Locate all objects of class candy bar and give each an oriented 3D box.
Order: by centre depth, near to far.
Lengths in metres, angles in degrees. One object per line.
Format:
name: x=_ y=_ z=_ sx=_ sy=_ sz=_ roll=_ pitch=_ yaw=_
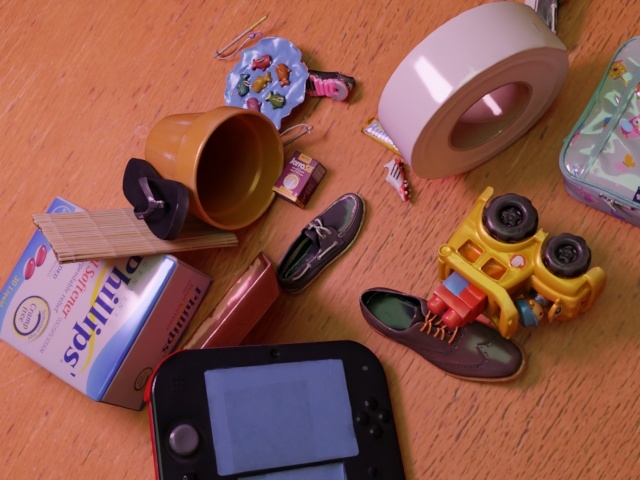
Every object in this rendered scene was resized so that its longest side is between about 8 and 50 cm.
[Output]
candy bar: x=0.136 y=-0.163 z=1.402 sx=0.161 sy=0.018 sz=0.040 roll=36 pitch=87 yaw=24

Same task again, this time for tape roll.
tape roll: x=0.233 y=-0.222 z=1.242 sx=0.286 sy=0.286 sz=0.100 roll=-34 pitch=65 yaw=6

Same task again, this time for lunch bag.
lunch bag: x=0.496 y=-0.160 z=1.230 sx=0.224 sy=0.108 sz=0.279 roll=28 pitch=84 yaw=24

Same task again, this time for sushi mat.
sushi mat: x=-0.302 y=-0.018 z=1.355 sx=0.151 sy=0.316 sz=0.019 roll=39 pitch=125 yaw=44

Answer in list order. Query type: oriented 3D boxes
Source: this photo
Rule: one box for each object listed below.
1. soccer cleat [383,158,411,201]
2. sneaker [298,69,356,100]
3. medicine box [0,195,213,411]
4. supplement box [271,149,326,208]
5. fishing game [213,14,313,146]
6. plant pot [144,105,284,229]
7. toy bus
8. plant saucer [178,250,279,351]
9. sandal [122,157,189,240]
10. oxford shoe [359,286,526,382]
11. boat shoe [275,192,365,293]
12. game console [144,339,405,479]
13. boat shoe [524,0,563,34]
soccer cleat: x=0.129 y=-0.099 z=1.379 sx=0.035 sy=0.029 sz=0.083 roll=-21 pitch=64 yaw=21
sneaker: x=0.012 y=-0.288 z=1.475 sx=0.119 sy=0.047 sz=0.057 roll=23 pitch=50 yaw=31
medicine box: x=-0.383 y=0.108 z=1.417 sx=0.289 sy=0.149 sz=0.264 roll=25 pitch=82 yaw=24
supplement box: x=-0.037 y=-0.106 z=1.427 sx=0.055 sy=0.043 sz=0.083 roll=27 pitch=83 yaw=25
fishing game: x=-0.105 y=-0.283 z=1.488 sx=0.189 sy=0.041 sz=0.264 roll=-27 pitch=69 yaw=25
plant pot: x=-0.200 y=-0.141 z=1.421 sx=0.187 sy=0.205 sz=0.205 roll=20 pitch=80 yaw=38
toy bus: x=0.268 y=0.065 z=1.190 sx=0.220 sy=0.149 sz=0.211 roll=39 pitch=73 yaw=23
plant saucer: x=-0.153 y=0.138 z=1.301 sx=0.047 sy=0.259 sz=0.258 roll=39 pitch=88 yaw=-7
sandal: x=-0.284 y=-0.068 z=1.337 sx=0.254 sy=0.054 sz=0.097 roll=30 pitch=108 yaw=52
oxford shoe: x=0.178 y=0.144 z=1.245 sx=0.271 sy=0.098 sz=0.097 roll=18 pitch=80 yaw=23
boat shoe: x=0.000 y=0.000 z=1.369 sx=0.075 sy=0.065 sz=0.206 roll=38 pitch=88 yaw=25
game console: x=-0.048 y=0.315 z=1.150 sx=0.060 sy=0.386 sz=0.342 roll=-41 pitch=55 yaw=51
boat shoe: x=0.387 y=-0.424 z=1.374 sx=0.070 sy=0.078 sz=0.220 roll=9 pitch=84 yaw=21
